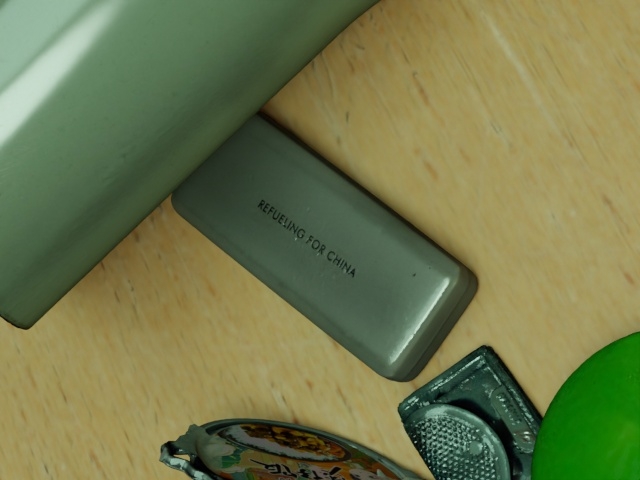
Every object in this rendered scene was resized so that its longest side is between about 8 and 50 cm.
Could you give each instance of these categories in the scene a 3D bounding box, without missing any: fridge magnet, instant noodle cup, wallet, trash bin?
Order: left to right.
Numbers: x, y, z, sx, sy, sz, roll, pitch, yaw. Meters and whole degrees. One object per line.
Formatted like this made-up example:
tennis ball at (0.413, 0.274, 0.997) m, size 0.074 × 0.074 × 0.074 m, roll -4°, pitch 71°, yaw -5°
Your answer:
trash bin at (-0.151, -0.172, 1.399) m, size 0.432 × 0.280 × 0.280 m, roll -46°, pitch 64°, yaw -1°
instant noodle cup at (-0.024, 0.219, 1.369) m, size 0.208 × 0.177 × 0.126 m, roll 15°, pitch 103°, yaw -1°
wallet at (0.118, 0.146, 1.371) m, size 0.088 × 0.026 × 0.129 m, roll -35°, pitch 65°, yaw 1°
fridge magnet at (0.240, 0.160, 1.282) m, size 0.208 × 0.088 × 0.208 m, roll -5°, pitch 78°, yaw 25°

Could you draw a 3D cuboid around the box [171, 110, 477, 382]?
box at (0.000, 0.000, 1.451) m, size 0.243 × 0.055 × 0.103 m, roll 38°, pitch 98°, yaw 26°
